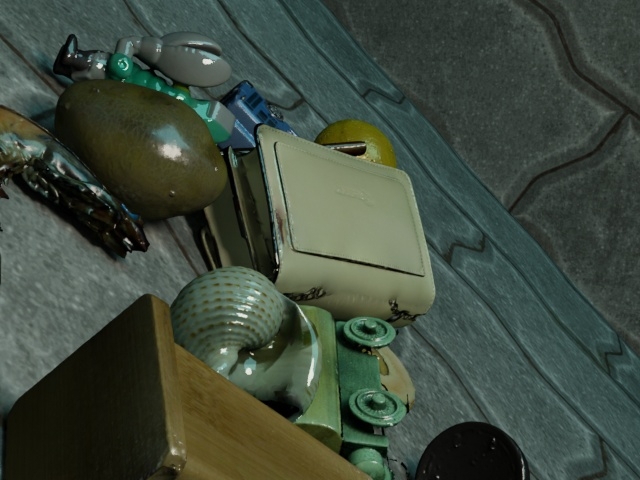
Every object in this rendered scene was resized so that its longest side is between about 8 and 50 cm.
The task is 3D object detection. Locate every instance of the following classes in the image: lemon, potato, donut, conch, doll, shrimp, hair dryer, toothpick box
[{"bbox_3d":[0.058,-0.137,1.940,0.173,0.173,0.206,42,33,-15],"label":"lemon"},{"bbox_3d":[-0.229,-0.117,1.314,0.235,0.160,0.178,33,-13,-2],"label":"potato"},{"bbox_3d":[0.078,0.200,1.469,0.108,0.065,0.166,35,21,-28],"label":"donut"},{"bbox_3d":[-0.101,0.129,1.136,0.172,0.131,0.200,39,59,-24],"label":"conch"},{"bbox_3d":[-0.232,-0.228,1.480,0.258,0.194,0.153,42,55,-46],"label":"doll"},{"bbox_3d":[-0.314,-0.054,1.146,0.290,0.054,0.222,37,20,-17],"label":"shrimp"},{"bbox_3d":[0.300,0.419,1.393,0.320,0.155,0.284,42,7,-40],"label":"hair dryer"},{"bbox_3d":[-0.091,0.227,0.889,0.308,0.187,0.190,39,19,-33],"label":"toothpick box"}]

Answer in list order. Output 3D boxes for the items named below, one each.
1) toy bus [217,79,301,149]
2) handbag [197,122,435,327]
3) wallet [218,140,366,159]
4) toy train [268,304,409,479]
[{"bbox_3d":[-0.091,-0.140,1.708,0.234,0.116,0.133,46,22,-9],"label":"toy bus"},{"bbox_3d":[0.000,0.000,1.504,0.358,0.160,0.237,13,53,-48],"label":"handbag"},{"bbox_3d":[-0.069,-0.125,1.567,0.255,0.137,0.031,-6,86,-22],"label":"wallet"},{"bbox_3d":[0.008,0.196,1.264,0.189,0.126,0.307,-1,28,-1],"label":"toy train"}]
